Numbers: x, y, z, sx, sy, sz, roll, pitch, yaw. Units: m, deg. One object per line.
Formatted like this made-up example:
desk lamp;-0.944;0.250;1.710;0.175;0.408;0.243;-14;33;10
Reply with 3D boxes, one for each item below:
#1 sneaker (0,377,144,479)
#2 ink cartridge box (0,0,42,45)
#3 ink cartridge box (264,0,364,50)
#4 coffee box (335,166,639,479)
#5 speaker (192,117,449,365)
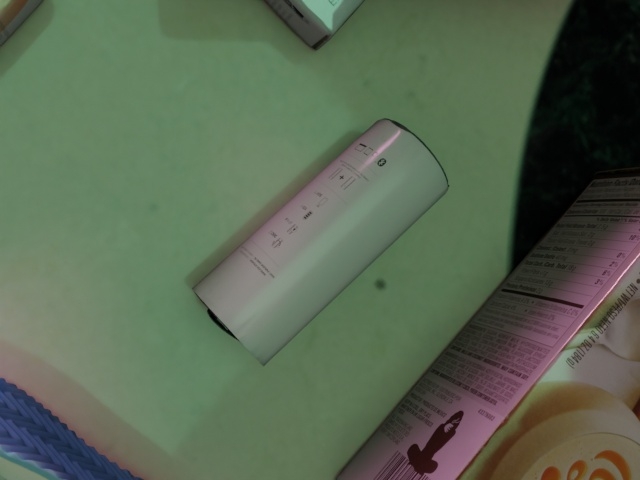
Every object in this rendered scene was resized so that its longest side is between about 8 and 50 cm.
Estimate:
sneaker;-0.140;0.132;0.326;0.228;0.087;0.092;41;84;-11
ink cartridge box;-0.237;-0.099;0.313;0.145;0.045;0.179;40;79;-13
ink cartridge box;-0.005;-0.256;0.369;0.224;0.045;0.223;43;81;-12
coffee box;0.148;0.095;0.395;0.141;0.098;0.246;45;81;-12
speaker;0.000;0.000;0.375;0.136;0.055;0.055;-43;102;-10
